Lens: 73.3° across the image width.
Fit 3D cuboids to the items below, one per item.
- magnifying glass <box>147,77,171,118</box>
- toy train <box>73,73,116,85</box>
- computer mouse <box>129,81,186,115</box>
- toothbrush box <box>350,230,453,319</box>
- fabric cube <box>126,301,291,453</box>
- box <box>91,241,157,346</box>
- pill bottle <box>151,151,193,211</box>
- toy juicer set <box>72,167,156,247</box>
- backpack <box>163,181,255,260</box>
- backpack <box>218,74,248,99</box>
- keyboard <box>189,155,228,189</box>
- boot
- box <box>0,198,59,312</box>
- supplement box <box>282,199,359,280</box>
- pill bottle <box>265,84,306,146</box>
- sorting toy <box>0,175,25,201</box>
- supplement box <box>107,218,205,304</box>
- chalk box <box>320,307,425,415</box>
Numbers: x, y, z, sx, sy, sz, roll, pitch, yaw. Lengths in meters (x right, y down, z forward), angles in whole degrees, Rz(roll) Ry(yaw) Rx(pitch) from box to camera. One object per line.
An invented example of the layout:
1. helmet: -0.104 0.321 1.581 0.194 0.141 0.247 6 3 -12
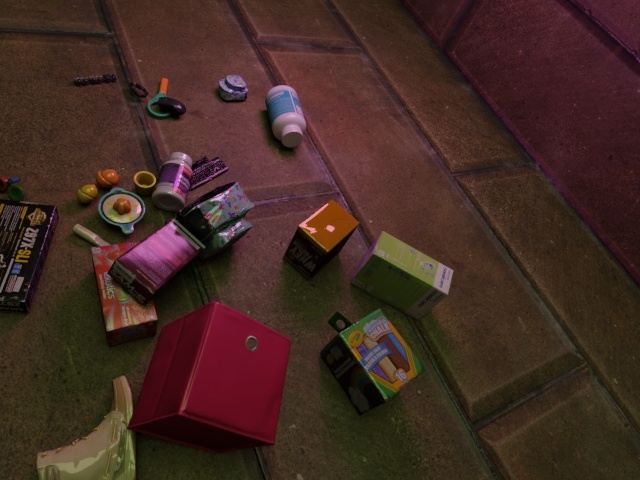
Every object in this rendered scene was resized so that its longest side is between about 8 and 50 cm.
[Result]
1. magnifying glass: -0.643 -0.577 1.742 0.092 0.026 0.230 7 53 -19
2. toy train: -0.880 -0.630 1.678 0.158 0.027 0.036 -23 64 -34
3. computer mouse: -0.642 -0.567 1.696 0.242 0.041 0.071 26 52 -4
4. toothbrush box: 0.280 0.128 1.505 0.283 0.206 0.122 30 50 0
5. fabric cube: -0.258 0.341 1.043 0.254 0.259 0.258 36 44 -30
6. box: -0.546 0.143 1.194 0.128 0.122 0.256 -9 62 -29
7. pill bottle: -0.499 -0.205 1.471 0.108 0.108 0.193 13 57 -14
8. toy juicer set: -0.661 -0.107 1.346 0.210 0.089 0.328 16 54 -17
9. backpack: -0.332 -0.069 1.381 0.191 0.225 0.253 50 47 -13
10. backpack: -0.385 -0.668 1.878 0.115 0.084 0.105 -17 62 -28
11. keyboard: -0.437 -0.266 1.596 0.100 0.038 0.192 41 50 9
12. boot: -0.538 0.457 0.996 0.204 0.095 0.261 -3 62 -24
13. box: -0.894 0.030 1.163 0.258 0.079 0.321 7 54 -20
14. supplement box: 0.000 0.000 1.485 0.129 0.194 0.191 42 51 9
15. pill bottle: -0.146 -0.524 1.835 0.147 0.146 0.263 0 56 -23
16. sorting toy: -0.936 -0.165 1.309 0.102 0.061 0.042 33 15 -7
17. supplement box: -0.445 0.052 1.190 0.130 0.073 0.239 44 36 -5
18. chalk box: 0.133 0.340 1.307 0.179 0.180 0.288 -23 69 -34
